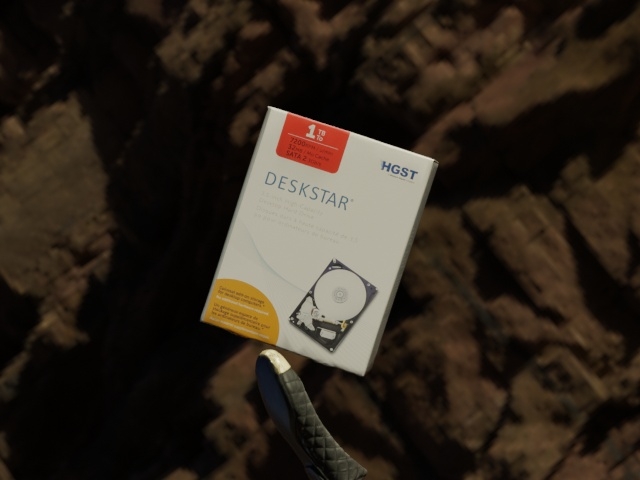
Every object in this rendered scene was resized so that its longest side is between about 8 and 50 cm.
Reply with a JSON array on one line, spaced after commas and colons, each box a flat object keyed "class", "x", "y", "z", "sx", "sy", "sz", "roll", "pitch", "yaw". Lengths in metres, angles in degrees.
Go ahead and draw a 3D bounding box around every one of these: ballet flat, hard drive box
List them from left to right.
[{"class": "ballet flat", "x": -0.013, "y": 0.176, "z": 1.402, "sx": 0.049, "sy": 0.173, "sz": 0.057, "roll": -37, "pitch": 20, "yaw": -26}, {"class": "hard drive box", "x": 0.000, "y": 0.000, "z": 1.485, "sx": 0.089, "sy": 0.181, "sz": 0.232, "roll": -6, "pitch": -67, "yaw": -82}]
